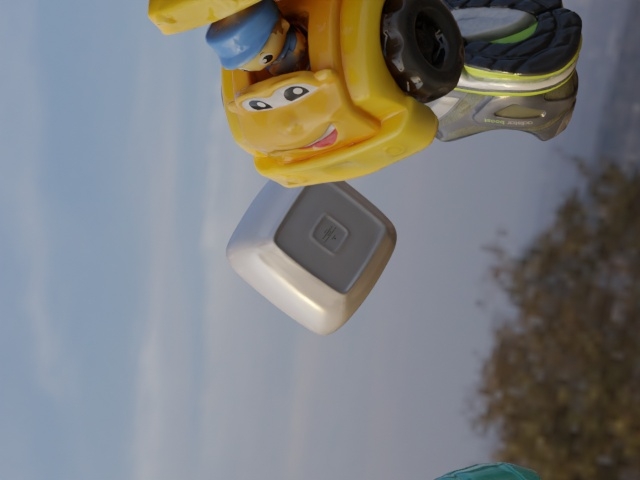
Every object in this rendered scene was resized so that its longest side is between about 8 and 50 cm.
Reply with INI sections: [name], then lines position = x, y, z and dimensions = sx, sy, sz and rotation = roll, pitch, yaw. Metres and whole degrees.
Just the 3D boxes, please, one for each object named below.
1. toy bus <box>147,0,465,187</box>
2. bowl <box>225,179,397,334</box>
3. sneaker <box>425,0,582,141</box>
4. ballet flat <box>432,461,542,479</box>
[toy bus]
position = -0.032, -0.162, 1.135
dimensions = 0.211, 0.149, 0.220
rotation = 20, -117, -48
[bowl]
position = 0.000, 0.000, 1.872
dimensions = 0.142, 0.142, 0.053
rotation = -56, 10, -27
[sneaker]
position = 0.068, -0.136, 1.582
dimensions = 0.111, 0.300, 0.121
rotation = -58, -32, -32
[ballet flat]
position = 0.080, 0.232, 1.021
dimensions = 0.083, 0.087, 0.247
rotation = 127, 147, -58
